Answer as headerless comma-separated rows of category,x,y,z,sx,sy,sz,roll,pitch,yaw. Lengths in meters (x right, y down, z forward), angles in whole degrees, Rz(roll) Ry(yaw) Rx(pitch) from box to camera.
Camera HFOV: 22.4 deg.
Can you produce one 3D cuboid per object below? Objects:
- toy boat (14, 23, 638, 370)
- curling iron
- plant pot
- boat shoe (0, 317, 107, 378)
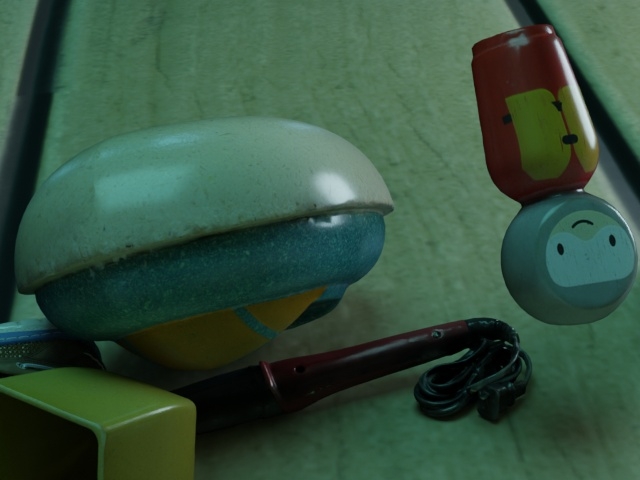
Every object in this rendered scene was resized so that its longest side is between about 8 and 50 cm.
toy boat,0.000,0.000,0.848,0.318,0.148,0.267,-15,-4,23
curling iron,-0.016,0.082,0.862,0.274,0.035,0.068,-8,26,-9
plant pot,-0.105,0.104,0.785,0.081,0.082,0.083,16,22,35
boat shoe,-0.201,0.084,0.852,0.183,0.066,0.066,-13,29,-18
